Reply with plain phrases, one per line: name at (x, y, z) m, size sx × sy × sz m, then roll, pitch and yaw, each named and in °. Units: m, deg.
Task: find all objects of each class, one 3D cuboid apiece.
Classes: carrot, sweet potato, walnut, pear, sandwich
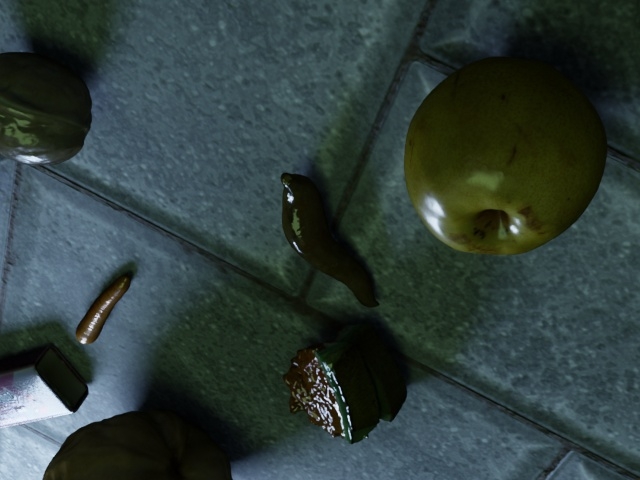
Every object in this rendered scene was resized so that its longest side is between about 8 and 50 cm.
carrot at (-0.332, 0.103, 1.736) m, size 0.037 × 0.037 × 0.190 m, roll 36°, pitch 135°, yaw -5°
sweet potato at (-0.001, 0.002, 1.456) m, size 0.069 × 0.059 × 0.249 m, roll -16°, pitch 124°, yaw 23°
walnut at (-0.369, -0.167, 1.443) m, size 0.162 × 0.140 × 0.140 m, roll 22°, pitch 136°, yaw 20°
pear at (0.189, -0.093, 1.168) m, size 0.209 × 0.209 × 0.209 m, roll 15°, pitch 134°, yaw 16°
sandwich at (0.024, 0.183, 1.579) m, size 0.160 × 0.109 × 0.185 m, roll 20°, pitch 141°, yaw 40°
walnut at (-0.305, 0.429, 1.839) m, size 0.306 × 0.306 × 0.344 m, roll 41°, pitch 142°, yaw -10°

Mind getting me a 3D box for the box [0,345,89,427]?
box at (-0.511, 0.254, 1.942) m, size 0.224 × 0.069 × 0.120 m, roll -17°, pitch 118°, yaw 37°
